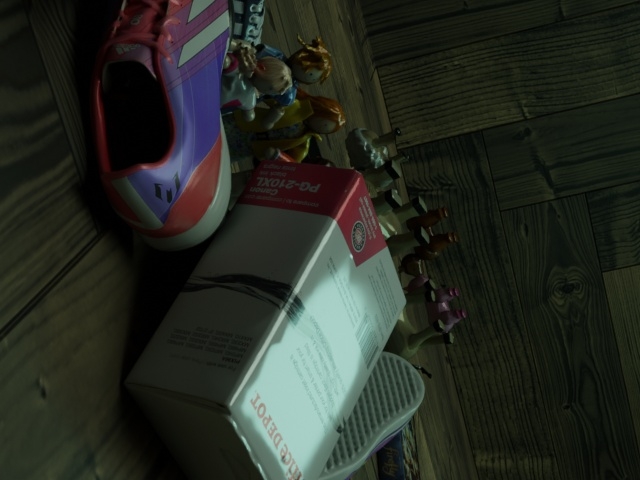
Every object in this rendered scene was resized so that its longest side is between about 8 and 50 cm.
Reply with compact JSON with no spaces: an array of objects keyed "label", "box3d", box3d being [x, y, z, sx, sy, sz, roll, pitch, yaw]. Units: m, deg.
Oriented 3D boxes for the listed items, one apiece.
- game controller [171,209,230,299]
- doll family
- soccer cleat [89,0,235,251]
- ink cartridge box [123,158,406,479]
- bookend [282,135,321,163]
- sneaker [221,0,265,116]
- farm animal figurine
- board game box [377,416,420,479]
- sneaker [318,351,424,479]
[{"label":"game controller","box3d":[-0.071,0.055,1.109,0.319,0.067,0.166,61,19,-61]},{"label":"doll family","box3d":[-0.061,-0.133,1.114,0.263,0.163,0.118,62,19,-58]},{"label":"soccer cleat","box3d":[-0.134,-0.152,0.922,0.116,0.109,0.318,51,30,-61]},{"label":"ink cartridge box","box3d":[-0.034,0.080,0.924,0.237,0.100,0.172,-61,146,-33]},{"label":"bookend","box3d":[-0.032,-0.051,1.441,0.157,0.072,0.156,-82,157,-61]},{"label":"sneaker","box3d":[-0.077,-0.252,1.205,0.099,0.153,0.282,-86,161,-57]},{"label":"farm animal figurine","box3d":[0.096,0.018,1.860,0.326,0.172,0.330,59,24,-24]},{"label":"board game box","box3d":[0.131,0.352,1.942,0.243,0.042,0.165,-93,166,-45]},{"label":"sneaker","box3d":[-0.019,0.214,1.107,0.282,0.161,0.102,-12,56,-51]}]
